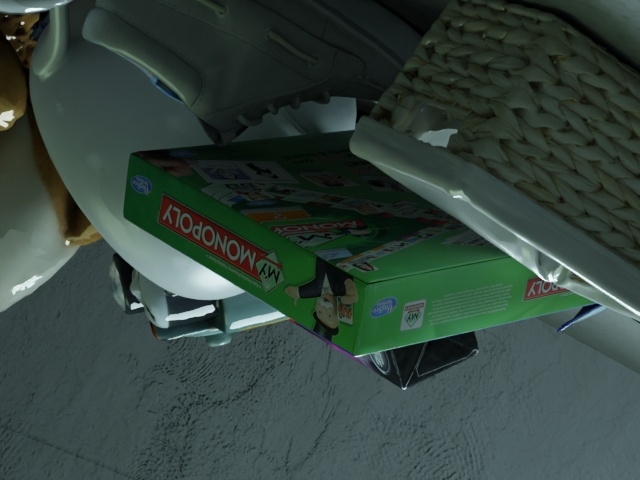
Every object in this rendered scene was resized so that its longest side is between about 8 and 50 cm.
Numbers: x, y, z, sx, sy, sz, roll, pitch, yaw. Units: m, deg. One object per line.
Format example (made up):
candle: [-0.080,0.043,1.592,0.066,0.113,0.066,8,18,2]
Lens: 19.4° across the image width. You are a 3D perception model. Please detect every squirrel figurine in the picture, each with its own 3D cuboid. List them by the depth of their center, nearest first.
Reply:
squirrel figurine: [-0.335,-0.131,1.483,0.370,0.281,0.397,51,-175,-16]

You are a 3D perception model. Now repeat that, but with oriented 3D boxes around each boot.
boot: [-0.030,-0.110,1.145,0.258,0.123,0.095,31,178,-34]

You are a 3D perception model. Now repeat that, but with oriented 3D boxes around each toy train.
toy train: [0.000,0.000,1.484,0.334,0.142,0.190,-12,-177,-11]

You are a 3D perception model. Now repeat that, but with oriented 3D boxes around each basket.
basket: [0.120,-0.042,0.959,0.167,0.103,0.113,32,178,-32]

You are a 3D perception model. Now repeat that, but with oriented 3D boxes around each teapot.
teapot: [-0.064,-0.098,1.277,0.252,0.187,0.256,57,-160,-2]

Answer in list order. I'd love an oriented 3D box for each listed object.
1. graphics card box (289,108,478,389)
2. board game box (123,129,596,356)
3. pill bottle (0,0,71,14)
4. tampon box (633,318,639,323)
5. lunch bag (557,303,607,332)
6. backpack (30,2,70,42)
graphics card box: [0.005,-0.018,1.819,0.371,0.094,0.233,26,136,61]
board game box: [0.069,-0.014,1.145,0.317,0.046,0.213,-9,-153,-41]
pill bottle: [-0.209,-0.210,1.129,0.130,0.130,0.245,31,178,-25]
tampon box: [0.272,0.047,1.014,0.161,0.101,0.120,31,178,-43]
lunch bag: [0.181,0.011,1.335,0.151,0.096,0.129,5,-173,23]
backpack: [-0.229,-0.193,1.740,0.173,0.158,0.117,41,172,10]
